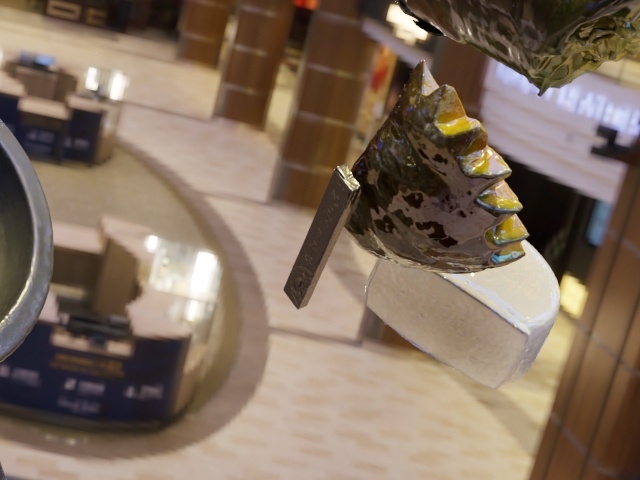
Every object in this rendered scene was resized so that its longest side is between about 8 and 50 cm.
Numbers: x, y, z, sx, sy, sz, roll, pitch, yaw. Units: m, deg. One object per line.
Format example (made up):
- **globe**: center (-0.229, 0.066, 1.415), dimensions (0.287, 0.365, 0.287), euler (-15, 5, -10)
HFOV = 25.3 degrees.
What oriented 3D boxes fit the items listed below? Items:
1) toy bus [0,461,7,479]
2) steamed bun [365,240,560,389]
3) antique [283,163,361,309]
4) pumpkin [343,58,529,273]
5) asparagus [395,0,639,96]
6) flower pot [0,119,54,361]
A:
- **toy bus**: center (-0.388, 0.240, 1.195), dimensions (0.256, 0.147, 0.128), euler (-13, -6, 5)
- **steamed bun**: center (0.191, 0.062, 1.842), dimensions (0.241, 0.146, 0.164), euler (32, 42, 10)
- **antique**: center (0.000, 0.000, 1.396), dimensions (0.015, 0.192, 0.031), euler (-19, 59, -32)
- **pumpkin**: center (0.105, -0.025, 1.374), dimensions (0.149, 0.254, 0.130), euler (-28, 42, -4)
- **asparagus**: center (0.151, -0.174, 0.993), dimensions (0.108, 0.128, 0.382), euler (12, 16, -22)
- **flower pot**: center (-0.312, 0.008, 0.934), dimensions (0.235, 0.148, 0.235), euler (25, 49, -33)
